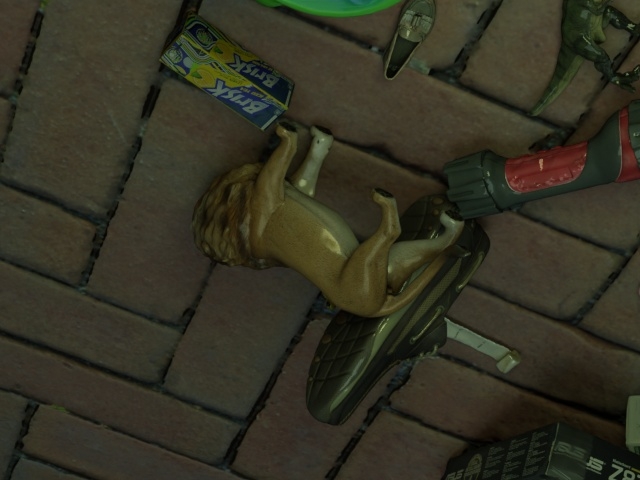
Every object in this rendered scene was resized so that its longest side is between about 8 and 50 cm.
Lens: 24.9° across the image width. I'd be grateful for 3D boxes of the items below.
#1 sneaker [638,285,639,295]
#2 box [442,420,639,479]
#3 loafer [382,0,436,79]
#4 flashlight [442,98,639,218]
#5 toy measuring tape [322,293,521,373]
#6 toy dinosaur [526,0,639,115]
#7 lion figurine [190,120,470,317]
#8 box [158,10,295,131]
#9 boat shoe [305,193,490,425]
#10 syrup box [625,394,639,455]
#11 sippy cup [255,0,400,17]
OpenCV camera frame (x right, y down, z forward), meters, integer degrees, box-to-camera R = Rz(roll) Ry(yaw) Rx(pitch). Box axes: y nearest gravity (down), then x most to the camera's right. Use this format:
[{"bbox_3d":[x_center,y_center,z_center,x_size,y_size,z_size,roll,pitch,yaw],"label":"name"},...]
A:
[{"bbox_3d":[0.500,0.085,1.999,0.119,0.057,0.047,-3,132,15],"label":"sneaker"},{"bbox_3d":[0.400,0.407,2.233,0.318,0.097,0.395,22,157,-12],"label":"box"},{"bbox_3d":[0.108,-0.247,1.768,0.045,0.039,0.125,20,136,-6],"label":"loafer"},{"bbox_3d":[0.304,-0.103,1.829,0.304,0.103,0.103,-12,88,28],"label":"flashlight"},{"bbox_3d":[0.143,0.143,2.104,0.330,0.121,0.121,28,134,-15],"label":"toy measuring tape"},{"bbox_3d":[0.330,-0.238,1.714,0.118,0.064,0.268,16,139,7],"label":"toy dinosaur"},{"bbox_3d":[0.000,0.000,1.891,0.392,0.142,0.240,37,113,28],"label":"lion figurine"},{"bbox_3d":[-0.118,-0.215,1.846,0.169,0.054,0.059,33,133,-20],"label":"box"},{"bbox_3d":[0.114,0.111,1.966,0.130,0.132,0.355,31,98,-24],"label":"boat shoe"},{"bbox_3d":[0.582,0.290,2.160,0.237,0.096,0.093,-4,135,19],"label":"syrup box"},{"bbox_3d":[0.025,-0.391,1.509,0.305,0.224,0.240,-5,134,19],"label":"sippy cup"}]
